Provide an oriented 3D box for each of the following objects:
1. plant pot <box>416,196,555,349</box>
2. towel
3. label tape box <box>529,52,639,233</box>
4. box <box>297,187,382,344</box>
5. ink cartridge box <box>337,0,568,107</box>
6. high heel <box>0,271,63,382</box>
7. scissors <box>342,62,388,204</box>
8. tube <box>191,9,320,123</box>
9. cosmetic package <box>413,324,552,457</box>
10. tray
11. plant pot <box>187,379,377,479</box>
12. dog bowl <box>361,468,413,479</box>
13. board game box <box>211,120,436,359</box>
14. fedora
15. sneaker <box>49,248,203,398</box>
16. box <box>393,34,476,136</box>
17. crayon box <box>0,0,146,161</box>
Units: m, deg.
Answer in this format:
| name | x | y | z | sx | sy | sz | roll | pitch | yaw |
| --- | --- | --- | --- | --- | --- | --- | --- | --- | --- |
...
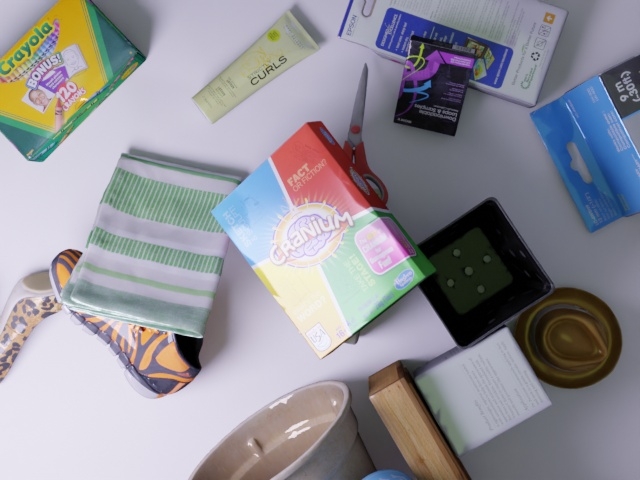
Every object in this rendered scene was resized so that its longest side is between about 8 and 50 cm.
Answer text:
| name | x | y | z | sx | sy | sz | roll | pitch | yaw |
| --- | --- | --- | --- | --- | --- | --- | --- | --- | --- |
| plant pot | 0.263 | 0.055 | 1.622 | 0.187 | 0.167 | 0.188 | -34 | 86 | 4 |
| towel | -0.282 | -0.002 | 1.632 | 0.247 | 0.038 | 0.325 | 12 | 56 | 2 |
| label tape box | 0.577 | -0.197 | 1.629 | 0.347 | 0.115 | 0.249 | -27 | 90 | 2 |
| box | 0.039 | 0.038 | 1.670 | 0.113 | 0.094 | 0.275 | 9 | 91 | 4 |
| ink cartridge box | 0.232 | -0.377 | 1.668 | 0.370 | 0.069 | 0.176 | 19 | 93 | 0 |
| high heel | -0.521 | 0.161 | 1.732 | 0.261 | 0.093 | 0.186 | -14 | 119 | -13 |
| scissors | 0.050 | -0.175 | 1.639 | 0.108 | 0.021 | 0.297 | -7 | 71 | 1 |
| tube | -0.122 | -0.307 | 1.693 | 0.240 | 0.062 | 0.070 | -38 | 129 | -2 |
| cosmetic package | 0.272 | 0.251 | 1.618 | 0.183 | 0.151 | 0.151 | -29 | 86 | 4 |
| tray | 0.216 | 0.409 | 1.615 | 0.076 | 0.203 | 0.411 | -31 | 90 | 2 |
| plant pot | -0.013 | 0.459 | 1.595 | 0.333 | 0.334 | 0.306 | -32 | 101 | 3 |
| dog bowl | 0.088 | 0.507 | 1.456 | 0.166 | 0.074 | 0.297 | 31 | 79 | -30 |
| board game box | 0.000 | 0.000 | 1.565 | 0.242 | 0.064 | 0.317 | -41 | 81 | 23 |
| fedora | 0.441 | 0.175 | 1.660 | 0.194 | 0.079 | 0.195 | 0 | 92 | 3 |
| sneaker | -0.317 | 0.120 | 1.642 | 0.180 | 0.125 | 0.321 | -31 | 105 | 37 |
| box | 0.197 | -0.268 | 1.647 | 0.116 | 0.029 | 0.162 | 14 | 126 | 6 |
| crayon box | -0.473 | -0.295 | 1.698 | 0.278 | 0.081 | 0.165 | -44 | 89 | 3 |
